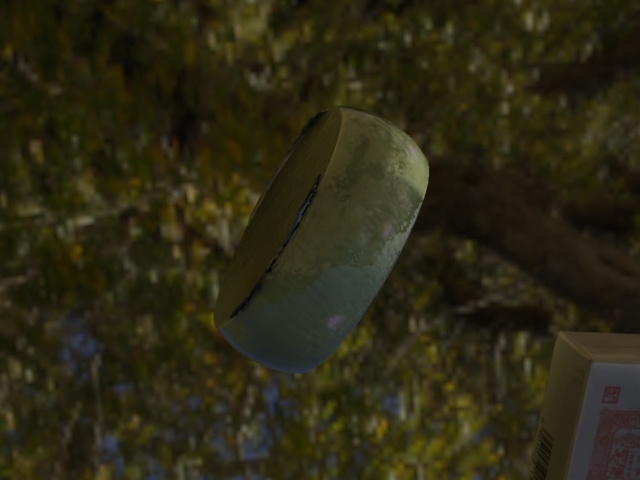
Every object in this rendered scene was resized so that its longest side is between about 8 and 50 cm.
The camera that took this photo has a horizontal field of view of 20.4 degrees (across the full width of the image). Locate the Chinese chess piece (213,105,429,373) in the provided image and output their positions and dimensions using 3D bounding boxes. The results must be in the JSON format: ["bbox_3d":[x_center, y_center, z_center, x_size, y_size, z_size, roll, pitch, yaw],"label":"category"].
[{"bbox_3d":[0.000,0.000,1.215,0.083,0.188,0.188,30,-161,-13],"label":"Chinese chess piece"}]

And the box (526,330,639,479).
[{"bbox_3d":[0.220,0.168,1.263,0.141,0.201,0.058,5,-164,-20],"label":"box"}]
